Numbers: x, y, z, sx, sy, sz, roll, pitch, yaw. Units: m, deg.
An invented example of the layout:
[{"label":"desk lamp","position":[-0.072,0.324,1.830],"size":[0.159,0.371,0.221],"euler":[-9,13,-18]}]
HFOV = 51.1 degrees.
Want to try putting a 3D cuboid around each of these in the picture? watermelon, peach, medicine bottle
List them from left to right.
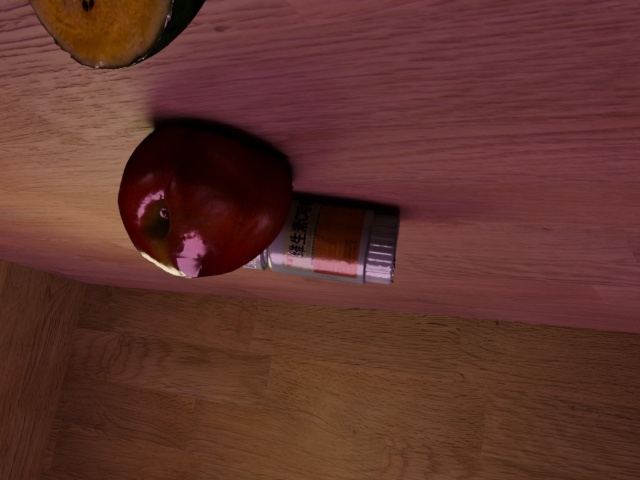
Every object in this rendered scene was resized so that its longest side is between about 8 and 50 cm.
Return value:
[{"label":"watermelon","position":[-0.177,-0.240,0.615],"size":[0.129,0.123,0.301],"euler":[43,149,-28]},{"label":"peach","position":[-0.178,-0.079,1.169],"size":[0.281,0.281,0.338],"euler":[2,-160,31]},{"label":"medicine bottle","position":[0.000,0.000,1.371],"size":[0.318,0.158,0.158],"euler":[8,167,7]}]
